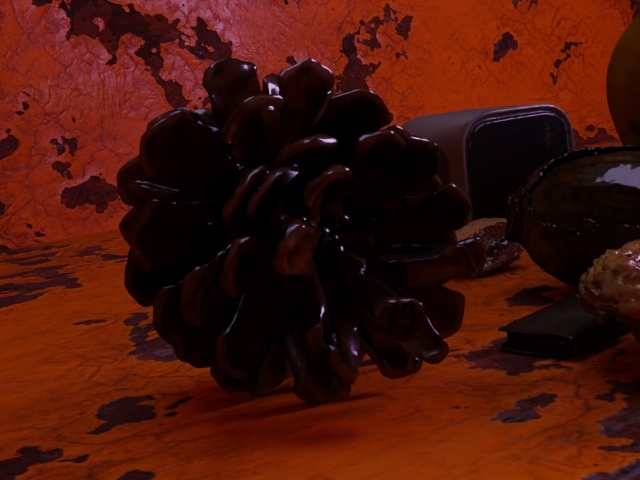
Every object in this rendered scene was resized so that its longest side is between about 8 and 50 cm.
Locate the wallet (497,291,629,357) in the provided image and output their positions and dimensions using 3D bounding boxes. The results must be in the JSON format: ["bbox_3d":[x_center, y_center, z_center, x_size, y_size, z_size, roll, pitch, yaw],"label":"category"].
[{"bbox_3d":[0.299,0.091,1.058,0.198,0.031,0.110,-15,11,-42],"label":"wallet"}]

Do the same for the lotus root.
[{"bbox_3d":[0.415,-0.022,1.186,0.397,0.179,0.196,5,53,35],"label":"lotus root"}]

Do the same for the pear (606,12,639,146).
[{"bbox_3d":[0.620,-0.243,1.408,0.362,0.362,0.418,-5,16,13],"label":"pear"}]

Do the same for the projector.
[{"bbox_3d":[0.310,-0.123,1.749,0.248,0.248,0.249,-11,9,-23],"label":"projector"}]

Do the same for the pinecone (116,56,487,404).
[{"bbox_3d":[0.000,0.000,0.928,0.384,0.384,0.384,-7,8,1],"label":"pinecone"}]

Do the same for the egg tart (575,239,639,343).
[{"bbox_3d":[0.400,0.061,0.901,0.295,0.116,0.295,-7,6,1],"label":"egg tart"}]

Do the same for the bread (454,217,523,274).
[{"bbox_3d":[0.252,0.013,1.475,0.125,0.082,0.106,-23,4,-27],"label":"bread"}]
